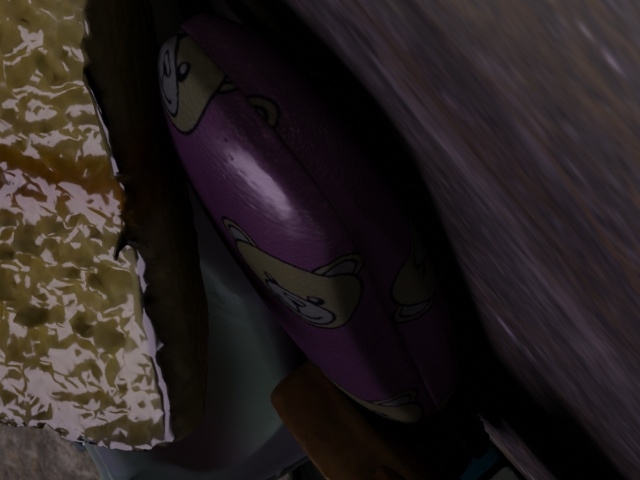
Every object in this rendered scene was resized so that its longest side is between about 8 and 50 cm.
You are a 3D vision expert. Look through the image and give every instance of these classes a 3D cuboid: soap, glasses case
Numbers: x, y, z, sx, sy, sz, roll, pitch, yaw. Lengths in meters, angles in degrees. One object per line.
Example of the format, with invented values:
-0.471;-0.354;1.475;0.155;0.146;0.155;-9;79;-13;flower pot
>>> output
-0.126;-0.002;1.156;0.261;0.156;0.446;50;166;35;soap
0.000;0.000;0.918;0.123;0.076;0.316;50;175;26;glasses case

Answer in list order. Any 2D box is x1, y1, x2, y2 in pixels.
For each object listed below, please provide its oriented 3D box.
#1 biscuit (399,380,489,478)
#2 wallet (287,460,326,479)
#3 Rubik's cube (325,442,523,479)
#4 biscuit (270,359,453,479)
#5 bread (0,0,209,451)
0.035;0.068;1.228;0.194;0.053;0.194;50;174;7;biscuit
0.016;0.220;2.095;0.309;0.077;0.223;59;-169;-64;wallet
0.086;0.224;1.372;0.154;0.151;0.155;46;174;27;Rubik's cube
0.088;0.184;1.023;0.275;0.052;0.355;50;180;-36;biscuit
-0.120;-0.044;0.899;0.178;0.142;0.266;16;123;48;bread
